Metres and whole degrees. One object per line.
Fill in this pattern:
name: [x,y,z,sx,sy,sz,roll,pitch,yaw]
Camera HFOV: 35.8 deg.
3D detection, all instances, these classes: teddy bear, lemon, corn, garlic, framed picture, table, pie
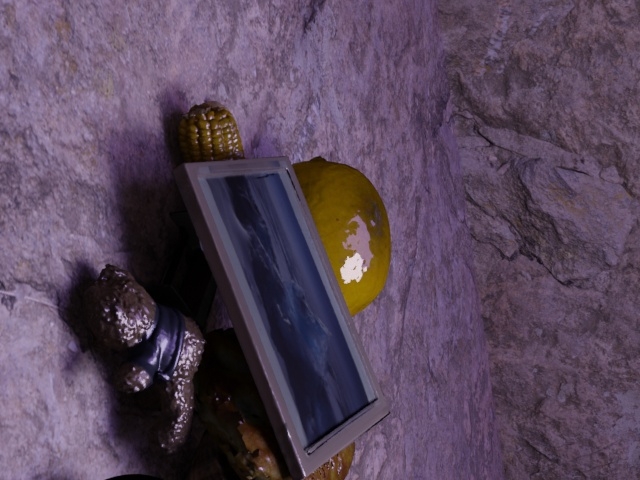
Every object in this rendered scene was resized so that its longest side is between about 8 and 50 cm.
teddy bear: [-0.217,0.142,1.292,0.182,0.129,0.251,53,-11,56]
lemon: [0.000,0.002,1.710,0.260,0.260,0.284,-31,116,-66]
corn: [-0.152,-0.065,1.544,0.102,0.101,0.313,-57,142,-57]
garlic: [-0.159,-0.186,1.618,0.041,0.053,0.083,-35,140,-12]
framed picture: [-0.043,0.090,1.430,0.326,0.028,0.446,-16,83,-66]
table: [-0.188,0.067,1.474,0.175,0.062,0.146,63,31,-43]
pie: [-0.065,0.254,1.430,0.288,0.103,0.354,57,20,12]

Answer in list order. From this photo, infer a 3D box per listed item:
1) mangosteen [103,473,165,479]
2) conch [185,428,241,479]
mangosteen: [-0.218,0.378,1.165,0.210,0.209,0.210,-4,90,-69]
conch: [-0.125,0.380,1.469,0.210,0.159,0.291,16,44,-51]
